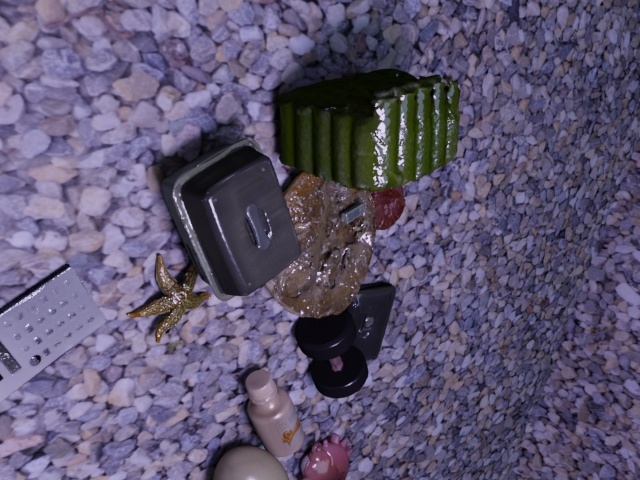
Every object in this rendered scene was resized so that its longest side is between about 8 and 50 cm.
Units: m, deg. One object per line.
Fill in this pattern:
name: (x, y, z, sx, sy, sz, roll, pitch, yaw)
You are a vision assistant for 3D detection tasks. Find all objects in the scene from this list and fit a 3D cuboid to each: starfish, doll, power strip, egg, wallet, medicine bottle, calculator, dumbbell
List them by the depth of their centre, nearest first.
calculator: (-0.531, 0.174, 1.290, 0.261, 0.021, 0.161, -40, 133, -25)
starfish: (-0.307, 0.103, 1.473, 0.208, 0.053, 0.176, -43, 125, -30)
power strip: (0.080, -0.067, 1.702, 0.083, 0.017, 0.027, -33, 124, -40)
egg: (-0.171, 0.613, 1.754, 0.186, 0.186, 0.242, -40, 131, -25)
medicine bottle: (-0.122, 0.428, 1.768, 0.114, 0.114, 0.252, -39, 132, -26)
dumbbell: (0.032, 0.288, 1.827, 0.152, 0.152, 0.218, -40, 133, -25)
wallet: (0.127, 0.239, 1.983, 0.168, 0.052, 0.245, -6, 116, -40)
doll: (0.019, 0.672, 2.051, 0.211, 0.093, 0.262, -47, 136, -23)

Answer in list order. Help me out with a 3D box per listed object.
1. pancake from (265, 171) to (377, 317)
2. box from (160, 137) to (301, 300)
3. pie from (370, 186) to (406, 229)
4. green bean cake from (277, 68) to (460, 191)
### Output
pancake: (0.000, 0.001, 1.703, 0.386, 0.082, 0.387, -15, 112, -42)
box: (-0.173, -0.043, 1.419, 0.220, 0.166, 0.291, -37, 124, -29)
pie: (0.168, -0.099, 1.859, 0.153, 0.038, 0.154, -20, 121, -37)
green bean cake: (0.098, -0.253, 1.507, 0.335, 0.319, 0.218, -21, 121, -42)
